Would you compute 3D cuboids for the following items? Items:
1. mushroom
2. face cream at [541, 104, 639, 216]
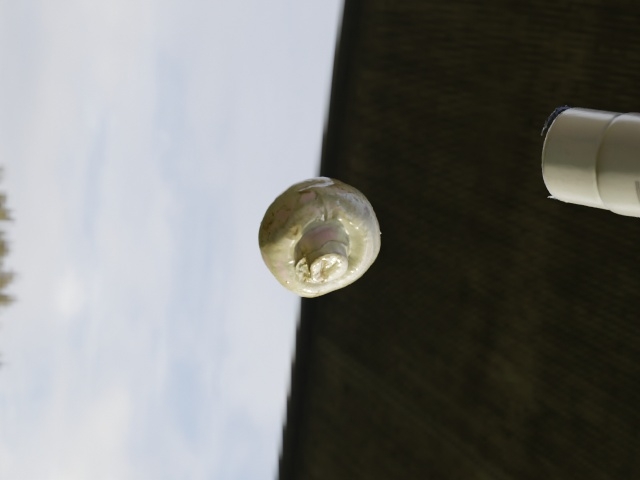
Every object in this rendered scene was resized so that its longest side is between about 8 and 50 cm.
[{"bbox_3d":[0.000,0.000,0.991,0.067,0.083,0.083,-111,-146,-50],"label":"mushroom"},{"bbox_3d":[0.232,-0.033,0.802,0.243,0.092,0.058,13,-117,39],"label":"face cream"}]
